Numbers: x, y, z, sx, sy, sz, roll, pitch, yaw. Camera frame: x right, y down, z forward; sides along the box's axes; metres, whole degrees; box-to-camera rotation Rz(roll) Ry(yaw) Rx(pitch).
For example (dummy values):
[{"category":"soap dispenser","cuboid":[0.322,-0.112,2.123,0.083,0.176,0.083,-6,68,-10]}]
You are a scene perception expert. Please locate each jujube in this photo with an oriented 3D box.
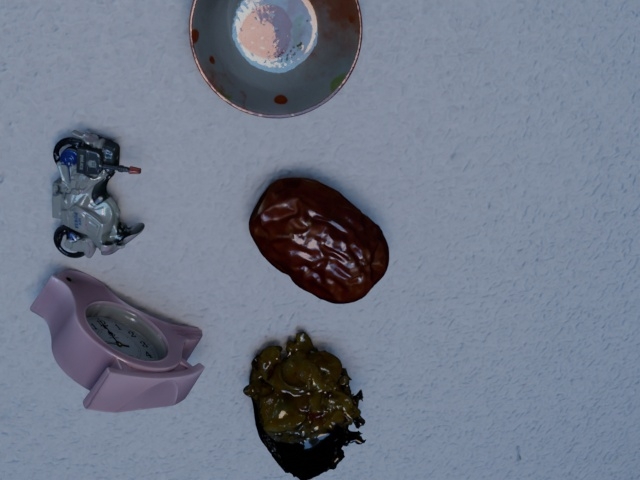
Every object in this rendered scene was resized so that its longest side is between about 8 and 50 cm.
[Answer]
[{"category":"jujube","cuboid":[0.000,0.000,1.233,0.250,0.174,0.174,34,105,-11]}]

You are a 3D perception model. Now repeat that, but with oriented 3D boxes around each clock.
[{"category":"clock","cuboid":[-0.328,0.170,1.249,0.080,0.275,0.290,-54,148,12]}]

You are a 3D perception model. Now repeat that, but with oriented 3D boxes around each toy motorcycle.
[{"category":"toy motorcycle","cuboid":[-0.360,-0.066,1.173,0.150,0.102,0.221,8,113,0]}]

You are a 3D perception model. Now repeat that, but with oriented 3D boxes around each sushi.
[{"category":"sushi","cuboid":[-0.029,0.307,1.360,0.200,0.213,0.204,-33,132,-19]}]

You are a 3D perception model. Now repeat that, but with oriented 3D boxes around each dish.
[{"category":"dish","cuboid":[-0.070,-0.324,1.113,0.260,0.085,0.260,-4,113,-9]}]
